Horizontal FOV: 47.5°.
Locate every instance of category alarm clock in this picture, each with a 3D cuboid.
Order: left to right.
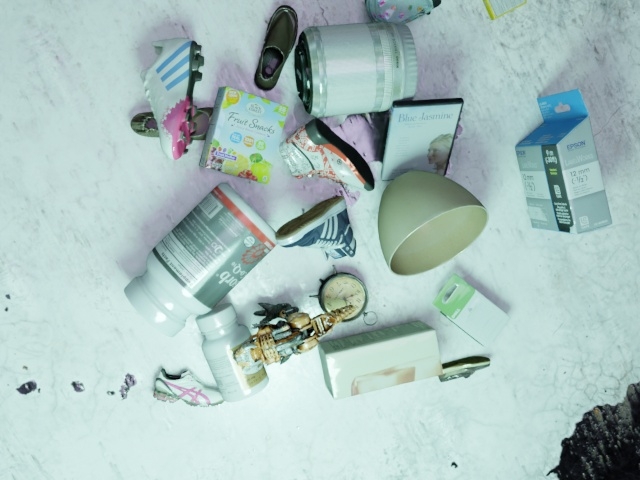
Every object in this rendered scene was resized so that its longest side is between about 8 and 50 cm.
[{"bbox_3d":[0.074,0.162,1.935,0.192,0.064,0.129,39,88,-7],"label":"alarm clock"}]

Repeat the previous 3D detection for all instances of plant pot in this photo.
[{"bbox_3d":[0.258,-0.068,1.863,0.284,0.284,0.191,-25,63,-6],"label":"plant pot"}]

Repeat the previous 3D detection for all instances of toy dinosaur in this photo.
[{"bbox_3d":[-0.064,0.238,1.803,0.322,0.218,0.164,2,87,-20],"label":"toy dinosaur"}]

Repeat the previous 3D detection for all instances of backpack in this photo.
[{"bbox_3d":[0.204,-0.621,1.858,0.182,0.115,0.152,-31,102,-2],"label":"backpack"}]

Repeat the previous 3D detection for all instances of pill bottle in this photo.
[{"bbox_3d":[-0.293,0.050,1.793,0.363,0.210,0.210,-45,100,-2],"label":"pill bottle"},{"bbox_3d":[-0.230,0.284,1.864,0.131,0.131,0.229,-22,98,-6],"label":"pill bottle"}]

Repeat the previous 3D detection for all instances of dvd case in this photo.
[{"bbox_3d":[0.257,-0.255,1.864,0.180,0.022,0.253,-5,139,-8],"label":"dvd case"}]

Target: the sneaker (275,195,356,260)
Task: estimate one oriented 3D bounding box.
[{"bbox_3d":[0.000,0.000,1.829,0.099,0.282,0.153,-7,107,35],"label":"sneaker"}]

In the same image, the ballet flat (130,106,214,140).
[{"bbox_3d":[-0.350,-0.294,1.828,0.250,0.058,0.084,-1,96,-9],"label":"ballet flat"}]

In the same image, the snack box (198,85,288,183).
[{"bbox_3d":[-0.193,-0.263,1.829,0.174,0.070,0.207,13,93,-28],"label":"snack box"}]

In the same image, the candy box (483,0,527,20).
[{"bbox_3d":[0.460,-0.702,1.935,0.105,0.027,0.206,-27,99,-3],"label":"candy box"}]

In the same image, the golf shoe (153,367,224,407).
[{"bbox_3d":[-0.336,0.383,1.889,0.186,0.067,0.086,11,92,-10],"label":"golf shoe"}]

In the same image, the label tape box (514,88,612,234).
[{"bbox_3d":[0.613,-0.201,1.893,0.115,0.249,0.348,-18,98,-7],"label":"label tape box"}]

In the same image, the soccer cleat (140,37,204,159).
[{"bbox_3d":[-0.371,-0.344,1.763,0.143,0.116,0.331,4,67,2],"label":"soccer cleat"}]

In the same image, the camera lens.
[{"bbox_3d":[0.080,-0.424,1.802,0.274,0.219,0.219,-7,96,-8],"label":"camera lens"}]

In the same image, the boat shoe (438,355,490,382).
[{"bbox_3d":[0.396,0.357,2.014,0.152,0.056,0.049,-11,102,2],"label":"boat shoe"}]

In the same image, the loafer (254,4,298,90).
[{"bbox_3d":[-0.105,-0.487,1.838,0.080,0.078,0.220,15,93,-10],"label":"loafer"}]

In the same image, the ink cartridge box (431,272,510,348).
[{"bbox_3d":[0.403,0.188,1.991,0.209,0.062,0.109,38,89,-10],"label":"ink cartridge box"}]

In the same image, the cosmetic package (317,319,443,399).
[{"bbox_3d":[0.154,0.312,1.919,0.296,0.153,0.129,-11,96,-7],"label":"cosmetic package"}]

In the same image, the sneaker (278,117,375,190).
[{"bbox_3d":[0.013,-0.195,1.884,0.145,0.090,0.270,-28,132,28],"label":"sneaker"}]
